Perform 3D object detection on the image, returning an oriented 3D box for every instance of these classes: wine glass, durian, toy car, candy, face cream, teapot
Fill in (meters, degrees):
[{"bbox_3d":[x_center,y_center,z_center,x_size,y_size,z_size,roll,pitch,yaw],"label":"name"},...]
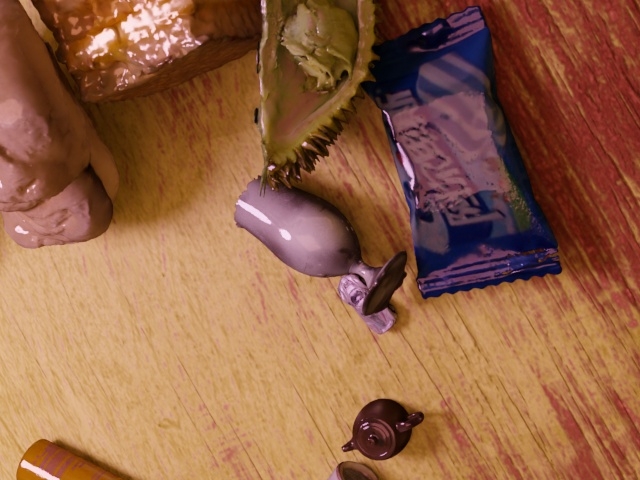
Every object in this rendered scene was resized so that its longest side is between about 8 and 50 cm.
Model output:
[{"bbox_3d":[0.000,0.000,1.301,0.222,0.103,0.103,34,112,18],"label":"wine glass"},{"bbox_3d":[-0.029,-0.231,1.208,0.157,0.169,0.355,10,98,45],"label":"durian"},{"bbox_3d":[0.059,0.082,1.337,0.093,0.025,0.041,43,113,8],"label":"toy car"},{"bbox_3d":[0.159,-0.098,1.231,0.187,0.077,0.331,-16,93,24],"label":"candy"},{"bbox_3d":[-0.320,0.386,1.522,0.273,0.078,0.078,23,109,15],"label":"face cream"},{"bbox_3d":[0.083,0.251,1.341,0.121,0.068,0.076,-24,92,24],"label":"teapot"}]

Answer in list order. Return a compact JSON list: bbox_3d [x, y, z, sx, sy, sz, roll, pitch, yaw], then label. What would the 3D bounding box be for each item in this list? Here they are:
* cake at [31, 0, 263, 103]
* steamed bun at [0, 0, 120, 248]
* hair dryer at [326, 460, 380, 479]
[{"bbox_3d":[-0.220,-0.336,1.242,0.222,0.227,0.286,-20,94,24],"label":"cake"},{"bbox_3d":[-0.414,-0.152,1.291,0.230,0.372,0.324,-32,68,-10],"label":"steamed bun"},{"bbox_3d":[0.091,0.414,1.387,0.236,0.073,0.131,33,113,2],"label":"hair dryer"}]
